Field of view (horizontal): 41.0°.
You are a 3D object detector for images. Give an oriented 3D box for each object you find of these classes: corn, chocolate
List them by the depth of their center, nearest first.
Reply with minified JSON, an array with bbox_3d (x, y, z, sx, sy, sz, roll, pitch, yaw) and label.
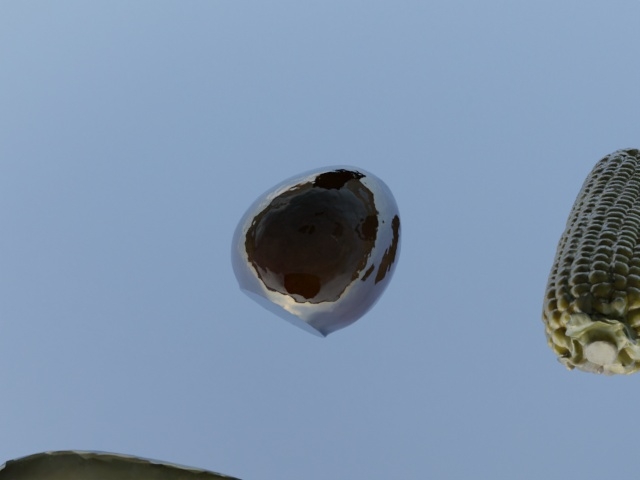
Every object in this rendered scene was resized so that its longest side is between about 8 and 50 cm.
[{"bbox_3d":[0.000,0.000,0.806,0.176,0.177,0.177,-6,-117,11],"label":"chocolate"},{"bbox_3d":[0.351,0.018,1.009,0.144,0.144,0.387,12,-147,19],"label":"corn"}]

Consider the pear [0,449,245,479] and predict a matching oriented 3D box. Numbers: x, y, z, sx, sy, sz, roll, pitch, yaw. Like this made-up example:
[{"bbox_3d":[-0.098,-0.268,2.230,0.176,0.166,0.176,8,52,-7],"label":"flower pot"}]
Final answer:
[{"bbox_3d":[-0.077,0.304,0.460,0.340,0.191,0.386,-38,-108,-5],"label":"pear"}]
